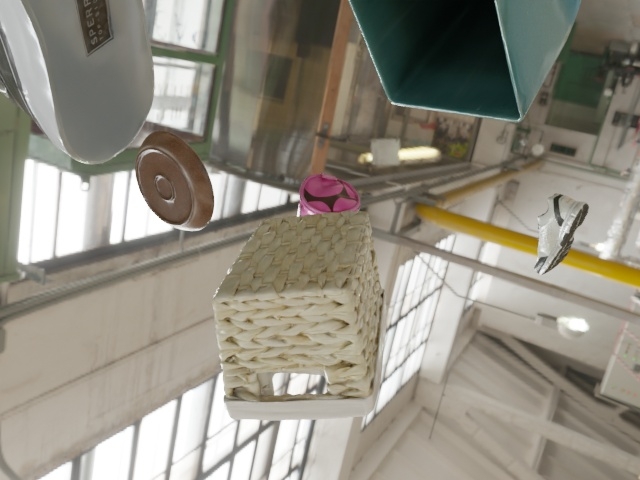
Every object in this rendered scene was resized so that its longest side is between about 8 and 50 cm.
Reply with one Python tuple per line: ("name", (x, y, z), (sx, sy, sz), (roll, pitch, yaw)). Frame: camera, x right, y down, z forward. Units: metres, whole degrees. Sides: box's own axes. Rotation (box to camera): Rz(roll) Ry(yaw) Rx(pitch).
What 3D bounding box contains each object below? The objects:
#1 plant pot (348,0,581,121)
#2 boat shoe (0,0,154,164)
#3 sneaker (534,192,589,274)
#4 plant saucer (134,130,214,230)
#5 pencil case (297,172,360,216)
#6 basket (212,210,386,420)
("plant pot", (0.174, -0.270, 0.636), (0.165, 0.166, 0.234), (20, -118, 41))
("boat shoe", (-0.154, -0.175, 0.319), (0.105, 0.306, 0.113), (33, -119, 12))
("sneaker", (0.271, -0.008, 0.719), (0.040, 0.109, 0.044), (-23, -132, -39))
("plant saucer", (-0.236, -0.087, 0.969), (0.168, 0.168, 0.029), (21, -143, 28))
("pencil case", (0.000, 0.000, 0.867), (0.095, 0.209, 0.098), (12, -132, -1))
("basket", (-0.011, 0.051, 0.495), (0.113, 0.103, 0.167), (-5, -159, 11))
